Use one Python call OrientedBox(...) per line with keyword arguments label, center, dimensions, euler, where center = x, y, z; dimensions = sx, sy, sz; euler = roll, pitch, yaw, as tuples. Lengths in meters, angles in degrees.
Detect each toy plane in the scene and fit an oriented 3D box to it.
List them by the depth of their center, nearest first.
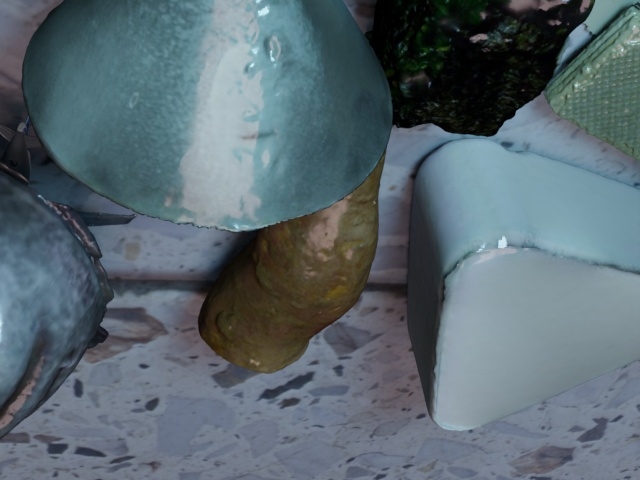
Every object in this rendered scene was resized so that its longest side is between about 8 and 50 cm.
OrientedBox(label="toy plane", center=(-0.282, -0.038, 0.934), dimensions=(0.226, 0.058, 0.226), euler=(20, 133, -9))

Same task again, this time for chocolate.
OrientedBox(label="chocolate", center=(-0.351, 0.082, 0.883), dimensions=(0.303, 0.213, 0.303), euler=(9, 136, 8))

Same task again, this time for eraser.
OrientedBox(label="eraser", center=(0.203, 0.031, 1.043), dimensions=(0.331, 0.150, 0.331), euler=(-7, 141, -6))

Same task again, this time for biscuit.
OrientedBox(label="biscuit", center=(0.315, -0.126, 0.946), dimensions=(0.199, 0.040, 0.121), euler=(22, 133, -27))

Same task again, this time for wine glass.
OrientedBox(label="wine glass", center=(-0.046, -0.219, 0.584), dimensions=(0.267, 0.267, 0.406), euler=(0, 146, -11))

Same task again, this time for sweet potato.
OrientedBox(label="sweet potato", center=(-0.002, 0.001, 0.987), dimensions=(0.131, 0.131, 0.336), euler=(13, 135, -24))

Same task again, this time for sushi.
OrientedBox(label="sushi", center=(0.112, -0.168, 0.792), dimensions=(0.127, 0.124, 0.225), euler=(6, 155, -16))

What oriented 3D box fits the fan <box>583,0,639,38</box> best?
OrientedBox(label="fan", center=(0.344, -0.184, 0.925), dimensions=(0.233, 0.012, 0.414), euler=(-11, 137, 7))
